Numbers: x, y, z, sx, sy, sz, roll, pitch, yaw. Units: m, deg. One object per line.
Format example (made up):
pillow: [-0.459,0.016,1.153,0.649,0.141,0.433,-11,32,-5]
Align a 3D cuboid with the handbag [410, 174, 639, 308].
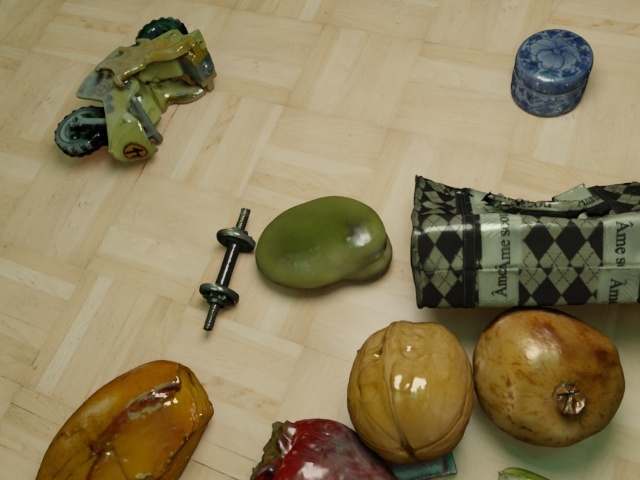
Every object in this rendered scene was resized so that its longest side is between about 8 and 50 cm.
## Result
handbag: [0.358,-0.015,0.943,0.415,0.180,0.317,-2,21,11]

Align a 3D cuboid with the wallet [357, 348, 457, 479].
wallet: [0.140,0.281,0.969,0.119,0.025,0.233,-14,62,4]

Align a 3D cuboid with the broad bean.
broad bean: [0.000,0.000,1.078,0.262,0.121,0.189,-5,60,10]

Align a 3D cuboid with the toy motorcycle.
toy motorcycle: [-0.398,-0.331,1.283,0.236,0.169,0.410,26,71,19]

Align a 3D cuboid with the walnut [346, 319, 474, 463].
walnut: [0.136,0.222,0.876,0.192,0.193,0.226,8,42,14]

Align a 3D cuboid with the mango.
mango: [-0.326,0.350,0.945,0.350,0.201,0.199,-41,28,-1]

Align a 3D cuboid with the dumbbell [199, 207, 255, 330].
dumbbell: [-0.178,0.050,1.106,0.081,0.082,0.254,8,66,14]

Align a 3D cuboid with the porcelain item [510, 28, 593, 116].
porcelain item: [0.463,-0.338,1.160,0.147,0.114,0.147,-4,63,8]

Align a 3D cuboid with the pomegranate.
pomegranate: [0.336,0.198,0.864,0.215,0.215,0.216,-4,64,8]

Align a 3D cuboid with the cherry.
cherry: [0.016,0.373,0.862,0.249,0.192,0.175,14,105,6]

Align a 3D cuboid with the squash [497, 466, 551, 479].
squash: [0.370,0.404,0.842,0.238,0.069,0.069,24,71,19]
